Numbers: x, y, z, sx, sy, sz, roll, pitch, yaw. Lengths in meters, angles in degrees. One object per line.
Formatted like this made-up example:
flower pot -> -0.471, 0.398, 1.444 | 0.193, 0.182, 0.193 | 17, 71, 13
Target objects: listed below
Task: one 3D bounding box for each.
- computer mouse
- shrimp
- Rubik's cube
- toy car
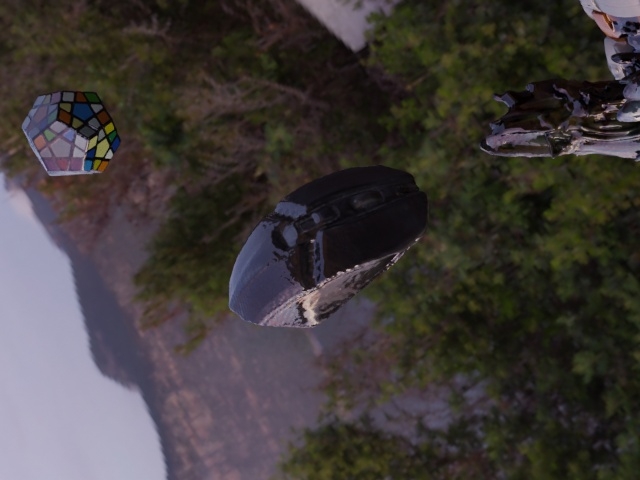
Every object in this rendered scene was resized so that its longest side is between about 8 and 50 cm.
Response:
computer mouse -> 0.000, 0.000, 0.884 | 0.106, 0.192, 0.062 | 57, -179, 37
shrimp -> 0.276, -0.106, 0.833 | 0.178, 0.289, 0.075 | 65, -149, -76
Rubik's cube -> -0.343, -0.147, 1.451 | 0.133, 0.133, 0.112 | 55, 140, 8
toy car -> 0.441, -0.270, 1.366 | 0.193, 0.118, 0.301 | 25, 160, 44
